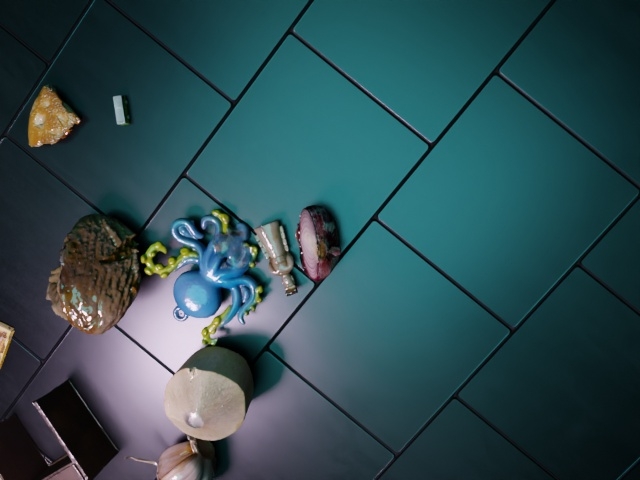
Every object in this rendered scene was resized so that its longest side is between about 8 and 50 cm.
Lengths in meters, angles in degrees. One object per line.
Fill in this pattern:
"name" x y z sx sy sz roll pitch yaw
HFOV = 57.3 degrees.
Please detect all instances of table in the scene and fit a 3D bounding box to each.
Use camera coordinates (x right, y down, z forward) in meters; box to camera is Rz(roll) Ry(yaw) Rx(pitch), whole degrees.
"table" -0.814 0.618 1.748 0.251 0.196 0.282 -32 92 11

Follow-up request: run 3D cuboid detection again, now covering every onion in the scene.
"onion" 0.000 0.000 1.612 0.098 0.151 0.205 -10 110 -25

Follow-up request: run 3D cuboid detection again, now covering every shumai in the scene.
"shumai" -0.654 0.119 1.680 0.217 0.283 0.345 2 66 -31

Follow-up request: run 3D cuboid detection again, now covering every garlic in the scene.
"garlic" -0.419 0.633 1.718 0.257 0.207 0.207 30 100 1

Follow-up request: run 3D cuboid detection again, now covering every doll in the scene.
"doll" -0.317 0.089 1.675 0.346 0.099 0.341 40 88 -4

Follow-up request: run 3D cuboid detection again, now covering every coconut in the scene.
"coconut" -0.308 0.430 1.624 0.239 0.244 0.239 1 105 5

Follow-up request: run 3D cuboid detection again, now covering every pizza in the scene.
"pizza" -0.760 -0.353 1.682 0.161 0.062 0.181 7 94 13

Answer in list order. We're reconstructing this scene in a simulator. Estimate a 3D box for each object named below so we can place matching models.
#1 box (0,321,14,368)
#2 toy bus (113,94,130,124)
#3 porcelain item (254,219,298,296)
"box" -1.009 0.325 1.821 0.073 0.020 0.149 24 100 4
"toy bus" -0.565 -0.371 1.661 0.031 0.037 0.083 -6 96 8
"porcelain item" -0.114 0.052 1.652 0.084 0.054 0.213 -21 94 12
